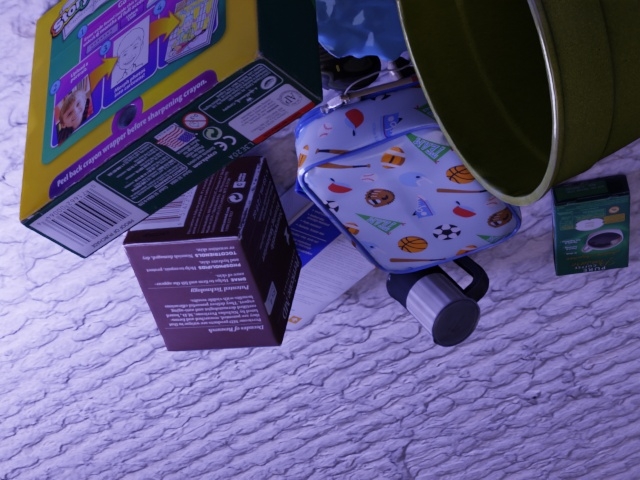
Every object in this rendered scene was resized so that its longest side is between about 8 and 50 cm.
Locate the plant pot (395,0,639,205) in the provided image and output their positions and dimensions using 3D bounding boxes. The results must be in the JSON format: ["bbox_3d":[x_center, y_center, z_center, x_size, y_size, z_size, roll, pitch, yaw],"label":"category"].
[{"bbox_3d":[0.309,-0.268,1.604,0.353,0.366,0.366,-21,147,-14],"label":"plant pot"}]

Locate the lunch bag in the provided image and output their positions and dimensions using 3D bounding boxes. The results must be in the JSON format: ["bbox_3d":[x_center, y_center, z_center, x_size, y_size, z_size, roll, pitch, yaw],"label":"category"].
[{"bbox_3d":[0.106,-0.082,1.922,0.243,0.115,0.303,-17,142,21],"label":"lunch bag"}]

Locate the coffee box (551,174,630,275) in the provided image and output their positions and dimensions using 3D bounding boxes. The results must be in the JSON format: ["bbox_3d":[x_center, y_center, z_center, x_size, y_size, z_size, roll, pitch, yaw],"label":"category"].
[{"bbox_3d":[0.393,-0.019,2.211,0.113,0.040,0.184,-9,144,5],"label":"coffee box"}]

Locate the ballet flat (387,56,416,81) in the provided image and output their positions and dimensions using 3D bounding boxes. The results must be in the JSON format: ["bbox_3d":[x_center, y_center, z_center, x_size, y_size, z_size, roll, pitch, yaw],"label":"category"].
[{"bbox_3d":[0.123,-0.174,1.943,0.049,0.057,0.173,-15,143,21],"label":"ballet flat"}]

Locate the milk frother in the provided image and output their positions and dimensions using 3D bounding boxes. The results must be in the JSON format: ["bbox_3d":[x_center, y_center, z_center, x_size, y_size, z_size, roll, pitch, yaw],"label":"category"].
[{"bbox_3d":[0.156,0.058,2.202,0.143,0.135,0.129,27,102,-41],"label":"milk frother"}]

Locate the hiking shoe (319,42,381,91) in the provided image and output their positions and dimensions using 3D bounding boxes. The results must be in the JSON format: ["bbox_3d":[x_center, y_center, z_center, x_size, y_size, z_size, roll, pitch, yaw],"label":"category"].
[{"bbox_3d":[0.008,-0.256,1.788,0.114,0.086,0.227,-29,138,34],"label":"hiking shoe"}]

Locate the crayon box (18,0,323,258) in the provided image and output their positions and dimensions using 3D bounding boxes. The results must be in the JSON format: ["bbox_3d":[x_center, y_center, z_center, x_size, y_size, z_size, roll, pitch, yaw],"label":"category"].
[{"bbox_3d":[-0.167,-0.200,1.646,0.363,0.313,0.106,-31,134,31],"label":"crayon box"}]

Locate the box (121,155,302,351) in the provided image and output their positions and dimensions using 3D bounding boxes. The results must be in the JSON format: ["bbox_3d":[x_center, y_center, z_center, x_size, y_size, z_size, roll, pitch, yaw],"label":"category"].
[{"bbox_3d":[-0.139,0.019,2.024,0.167,0.168,0.203,-5,132,16],"label":"box"}]

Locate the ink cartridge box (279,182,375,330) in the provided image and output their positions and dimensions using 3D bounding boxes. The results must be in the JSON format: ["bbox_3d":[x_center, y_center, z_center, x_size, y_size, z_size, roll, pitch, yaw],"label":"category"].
[{"bbox_3d":[0.000,0.000,2.161,0.175,0.069,0.371,21,139,-31],"label":"ink cartridge box"}]

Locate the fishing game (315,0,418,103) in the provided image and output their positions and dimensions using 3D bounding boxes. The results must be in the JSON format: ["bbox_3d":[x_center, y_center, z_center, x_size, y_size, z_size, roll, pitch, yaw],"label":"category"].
[{"bbox_3d":[0.064,-0.287,1.732,0.189,0.041,0.264,-17,127,-10],"label":"fishing game"}]
